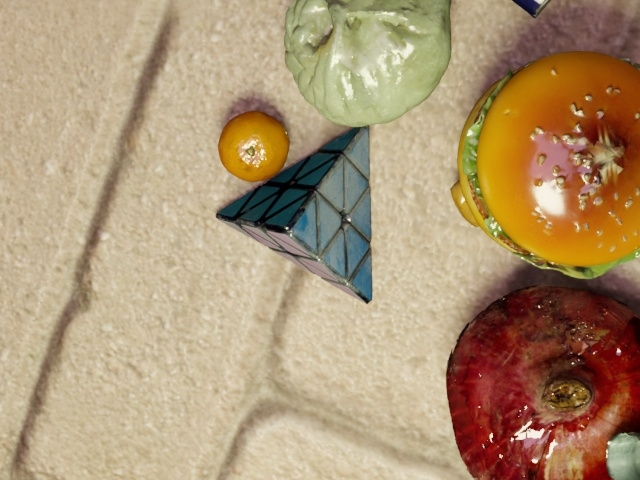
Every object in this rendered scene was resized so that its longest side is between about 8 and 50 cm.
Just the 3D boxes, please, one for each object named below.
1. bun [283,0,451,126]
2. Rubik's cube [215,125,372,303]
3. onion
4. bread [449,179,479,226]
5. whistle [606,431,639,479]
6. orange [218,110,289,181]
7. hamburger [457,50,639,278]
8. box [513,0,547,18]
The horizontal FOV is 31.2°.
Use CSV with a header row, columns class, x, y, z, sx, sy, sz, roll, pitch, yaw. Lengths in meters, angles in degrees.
class,x,y,z,sx,sy,sz,roll,pitch,yaw
bun,0.038,-0.230,1.231,0.204,0.127,0.212,-20,69,35
Rubik's cube,0.000,0.000,1.266,0.211,0.178,0.190,-35,92,13
onion,0.251,0.169,1.215,0.252,0.219,0.252,0,88,6
bread,0.196,-0.065,1.282,0.103,0.049,0.062,-37,120,10
whistle,0.431,0.219,1.190,0.312,0.062,0.062,2,99,-29
orange,-0.077,-0.107,1.315,0.084,0.083,0.083,1,96,10
hamburger,0.269,-0.082,1.182,0.246,0.170,0.246,0,90,-8
box,0.283,-0.376,1.156,0.106,0.200,0.299,41,101,2
